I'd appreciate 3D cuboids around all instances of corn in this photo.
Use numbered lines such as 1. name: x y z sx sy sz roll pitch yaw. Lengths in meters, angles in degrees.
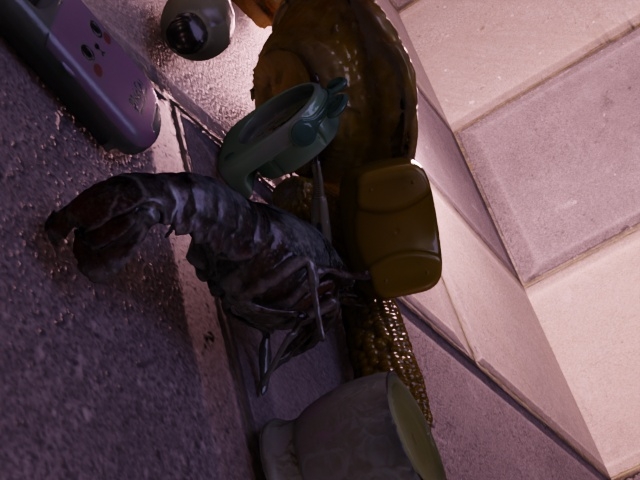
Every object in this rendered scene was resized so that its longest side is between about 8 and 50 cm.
1. corn: 0.024 -0.008 1.422 0.260 0.091 0.091 36 53 -46
2. corn: 0.079 0.155 1.309 0.097 0.097 0.320 49 17 -34

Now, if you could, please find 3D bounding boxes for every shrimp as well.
1. shrimp: -0.075 0.029 0.958 0.221 0.166 0.410 38 -4 35

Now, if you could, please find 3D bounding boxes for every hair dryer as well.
1. hair dryer: -0.001 0.018 1.247 0.167 0.067 0.199 -81 168 -52

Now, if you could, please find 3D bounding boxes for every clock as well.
1. clock: -0.040 -0.137 1.271 0.060 0.188 0.148 52 20 -23

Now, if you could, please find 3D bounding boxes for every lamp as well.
1. lamp: -0.159 -0.292 1.343 0.101 0.101 0.250 56 15 -15

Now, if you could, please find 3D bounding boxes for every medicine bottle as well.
1. medicine bottle: 0.031 0.213 0.965 0.147 0.143 0.147 58 15 -26

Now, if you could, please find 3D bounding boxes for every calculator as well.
1. calculator: -0.246 -0.188 1.000 0.246 0.045 0.141 51 18 -27

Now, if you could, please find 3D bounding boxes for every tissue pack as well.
1. tissue pack: 0.089 -0.017 1.326 0.127 0.123 0.178 -158 -122 -78

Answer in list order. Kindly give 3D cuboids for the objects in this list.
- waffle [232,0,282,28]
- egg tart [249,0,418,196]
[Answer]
1. waffle: -0.167 -0.534 1.744 0.328 0.098 0.224 48 21 -40
2. egg tart: -0.001 -0.204 1.440 0.132 0.345 0.345 -19 76 -29
